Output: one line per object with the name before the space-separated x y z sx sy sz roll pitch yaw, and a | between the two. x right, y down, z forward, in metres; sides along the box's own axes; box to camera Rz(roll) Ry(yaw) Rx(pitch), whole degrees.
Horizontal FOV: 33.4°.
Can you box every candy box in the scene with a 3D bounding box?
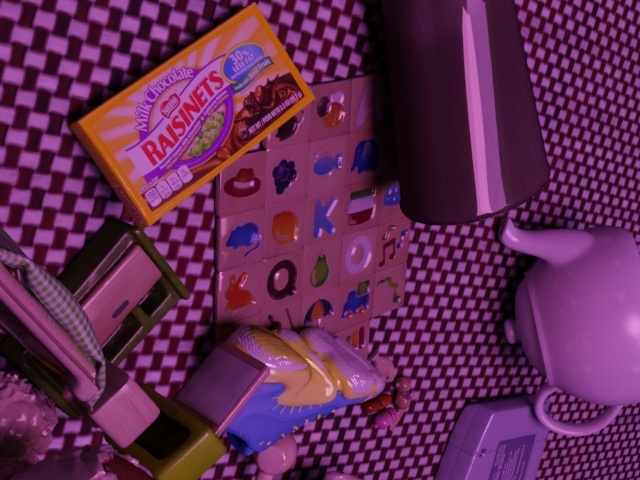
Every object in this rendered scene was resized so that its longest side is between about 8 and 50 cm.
candy box | -0.105 -0.111 0.917 0.206 0.027 0.105 -41 105 -28

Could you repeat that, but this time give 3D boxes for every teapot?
teapot | 0.338 0.111 1.407 0.252 0.187 0.256 50 29 -66

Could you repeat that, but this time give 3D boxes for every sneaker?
sneaker | -0.036 0.156 1.098 0.240 0.091 0.126 21 110 -50

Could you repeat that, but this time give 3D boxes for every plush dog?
plush dog | -0.215 0.254 0.792 0.210 0.262 0.225 -45 131 -24

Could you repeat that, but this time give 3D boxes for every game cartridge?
game cartridge | 0.226 0.360 1.496 0.196 0.060 0.294 1 106 -51

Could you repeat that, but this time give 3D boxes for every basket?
basket | 0.141 -0.159 1.089 0.204 0.154 0.227 -45 129 -51

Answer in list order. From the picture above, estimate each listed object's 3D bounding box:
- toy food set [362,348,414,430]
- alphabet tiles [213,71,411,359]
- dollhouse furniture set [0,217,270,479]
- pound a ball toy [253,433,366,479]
toy food set | 0.080 0.188 1.284 0.078 0.019 0.122 -58 138 -11
alphabet tiles | 0.000 0.000 1.123 0.285 0.011 0.343 -17 119 -42
dollhouse furniture set | -0.178 0.027 0.799 0.151 0.197 0.301 -49 136 -19
pound a ball toy | -0.018 0.368 1.184 0.136 0.208 0.319 -59 171 -75
